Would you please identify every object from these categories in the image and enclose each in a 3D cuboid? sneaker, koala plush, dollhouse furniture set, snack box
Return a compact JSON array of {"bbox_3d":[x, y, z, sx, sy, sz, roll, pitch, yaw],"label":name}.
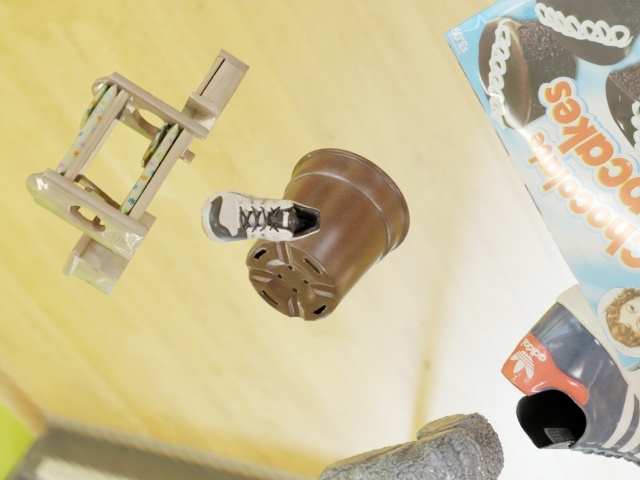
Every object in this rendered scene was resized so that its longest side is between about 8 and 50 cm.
[{"bbox_3d":[0.305,0.196,1.644,0.350,0.148,0.131,50,178,-38],"label":"sneaker"},{"bbox_3d":[0.135,0.309,1.547,0.221,0.196,0.203,69,159,3],"label":"koala plush"},{"bbox_3d":[-0.164,-0.073,1.249,0.101,0.182,0.161,32,153,-5],"label":"dollhouse furniture set"},{"bbox_3d":[-0.034,-0.015,0.876,0.037,0.032,0.083,-2,-179,41],"label":"sneaker"},{"bbox_3d":[0.257,-0.077,1.211,0.322,0.187,0.060,63,-166,13],"label":"snack box"}]

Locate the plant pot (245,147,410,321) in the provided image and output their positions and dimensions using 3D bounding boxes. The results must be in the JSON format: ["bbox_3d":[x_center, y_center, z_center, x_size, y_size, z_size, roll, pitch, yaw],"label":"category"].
[{"bbox_3d":[0.000,0.000,1.814,0.167,0.165,0.167,19,136,20],"label":"plant pot"}]
